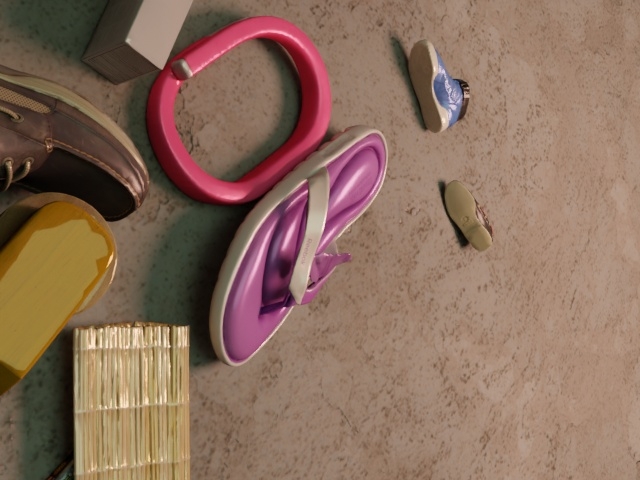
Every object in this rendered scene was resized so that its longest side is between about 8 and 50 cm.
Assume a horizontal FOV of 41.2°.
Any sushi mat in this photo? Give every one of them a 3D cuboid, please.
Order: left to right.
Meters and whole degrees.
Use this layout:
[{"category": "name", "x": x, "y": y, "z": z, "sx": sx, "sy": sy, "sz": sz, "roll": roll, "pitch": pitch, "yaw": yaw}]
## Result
[{"category": "sushi mat", "x": -0.206, "y": 0.249, "z": 0.952, "sx": 0.151, "sy": 0.019, "sz": 0.316, "roll": 2, "pitch": 85, "yaw": -42}]

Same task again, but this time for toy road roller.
[{"category": "toy road roller", "x": -0.366, "y": 0.054, "z": 0.740, "sx": 0.240, "sy": 0.202, "sz": 0.329, "roll": 46, "pitch": 58, "yaw": -18}]

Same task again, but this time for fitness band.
[{"category": "fitness band", "x": -0.095, "y": -0.172, "z": 1.110, "sx": 0.291, "sy": 0.054, "sz": 0.209, "roll": -43, "pitch": 115, "yaw": -36}]

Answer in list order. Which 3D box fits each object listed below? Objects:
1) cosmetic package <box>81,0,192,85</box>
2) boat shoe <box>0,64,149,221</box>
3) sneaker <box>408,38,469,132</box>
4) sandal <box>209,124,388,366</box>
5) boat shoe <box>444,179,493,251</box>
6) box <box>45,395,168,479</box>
[{"category": "cosmetic package", "x": -0.189, "y": -0.302, "z": 1.003, "sx": 0.060, "sy": 0.099, "sz": 0.239, "roll": 36, "pitch": 64, "yaw": -38}, {"category": "boat shoe", "x": -0.332, "y": -0.099, "z": 0.813, "sx": 0.355, "sy": 0.132, "sz": 0.130, "roll": 30, "pitch": 46, "yaw": -28}, {"category": "sneaker", "x": 0.198, "y": -0.259, "z": 1.389, "sx": 0.085, "sy": 0.058, "sz": 0.152, "roll": -30, "pitch": 111, "yaw": -35}, {"category": "sandal", "x": -0.004, "y": -0.010, "z": 1.116, "sx": 0.416, "sy": 0.102, "sz": 0.169, "roll": -55, "pitch": 143, "yaw": -31}, {"category": "boat shoe", "x": 0.248, "y": -0.045, "z": 1.433, "sx": 0.133, "sy": 0.049, "sz": 0.042, "roll": 58, "pitch": 24, "yaw": -15}, {"category": "box", "x": -0.232, "y": 0.255, "z": 0.959, "sx": 0.137, "sy": 0.027, "sz": 0.094, "roll": -48, "pitch": 117, "yaw": -35}]
